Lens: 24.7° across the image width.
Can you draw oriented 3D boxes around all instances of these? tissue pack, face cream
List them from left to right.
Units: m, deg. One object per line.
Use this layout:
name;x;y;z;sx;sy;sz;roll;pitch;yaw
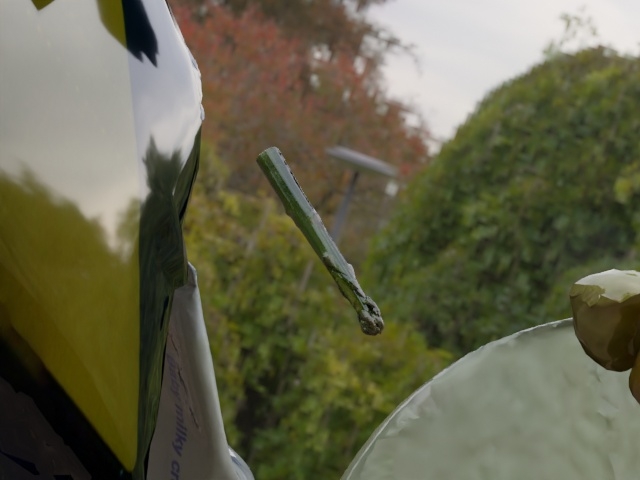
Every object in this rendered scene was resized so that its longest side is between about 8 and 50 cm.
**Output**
tissue pack;-0.210;-0.075;0.415;0.253;0.264;0.416;-7;-35;13
face cream;-0.082;0.086;0.763;0.070;0.224;0.114;-33;40;-29

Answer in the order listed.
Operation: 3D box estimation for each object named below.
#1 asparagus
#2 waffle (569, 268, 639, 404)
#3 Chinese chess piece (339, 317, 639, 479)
asparagus;0.000;0.000;0.817;0.018;0.015;0.127;9;45;-60
waffle;0.165;0.058;0.261;0.238;0.059;0.243;46;-28;-6
Chinese chess piece;0.114;0.148;0.515;0.250;0.250;0.101;20;-22;18
